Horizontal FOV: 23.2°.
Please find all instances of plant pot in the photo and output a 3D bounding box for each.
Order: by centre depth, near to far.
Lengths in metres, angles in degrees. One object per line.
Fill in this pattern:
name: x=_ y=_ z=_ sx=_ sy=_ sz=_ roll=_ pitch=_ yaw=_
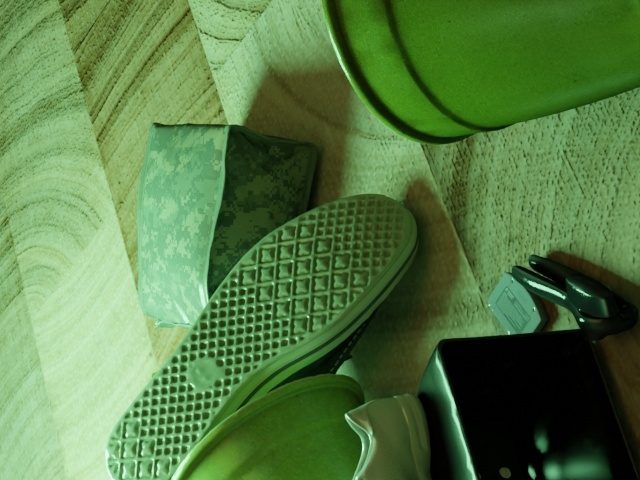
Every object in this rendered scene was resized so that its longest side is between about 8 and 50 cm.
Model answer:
plant pot: x=0.246 y=-0.287 z=1.547 sx=0.353 sy=0.366 sz=0.367 roll=-1 pitch=84 yaw=42
plant pot: x=0.195 y=0.219 z=1.650 sx=0.167 sy=0.188 sz=0.187 roll=124 pitch=137 yaw=-52
plant pot: x=-0.001 y=0.343 z=1.851 sx=0.254 sy=0.276 sz=0.276 roll=53 pitch=127 yaw=28

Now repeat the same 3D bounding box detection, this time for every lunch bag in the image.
lunch bag: x=-0.142 y=-0.010 z=2.141 sx=0.235 sy=0.169 sz=0.287 roll=6 pitch=85 yaw=56

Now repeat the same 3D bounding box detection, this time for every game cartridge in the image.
game cartridge: x=0.224 y=0.077 z=1.762 sx=0.083 sy=0.017 sz=0.056 roll=58 pitch=132 yaw=40

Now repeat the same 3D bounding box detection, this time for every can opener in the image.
can opener: x=0.272 y=0.053 z=1.671 sx=0.186 sy=0.059 sz=0.073 roll=35 pitch=140 yaw=60

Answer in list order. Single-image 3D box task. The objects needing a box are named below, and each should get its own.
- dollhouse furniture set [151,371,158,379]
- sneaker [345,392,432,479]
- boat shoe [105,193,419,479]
dollhouse furniture set: x=-0.210 y=0.268 z=2.282 sx=0.076 sy=0.058 sz=0.152 roll=-17 pitch=71 yaw=52
sneaker: x=0.075 y=0.271 z=1.629 sx=0.080 sy=0.094 sz=0.212 roll=131 pitch=129 yaw=-73
boat shoe: x=-0.060 y=0.144 z=1.962 sx=0.500 sy=0.156 sz=0.187 roll=-48 pitch=54 yaw=4
